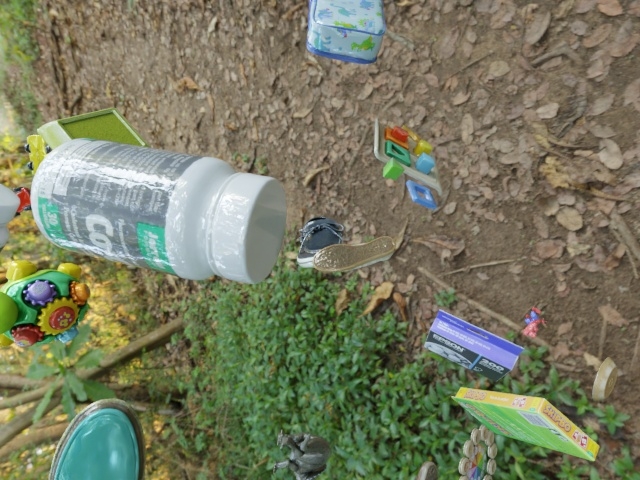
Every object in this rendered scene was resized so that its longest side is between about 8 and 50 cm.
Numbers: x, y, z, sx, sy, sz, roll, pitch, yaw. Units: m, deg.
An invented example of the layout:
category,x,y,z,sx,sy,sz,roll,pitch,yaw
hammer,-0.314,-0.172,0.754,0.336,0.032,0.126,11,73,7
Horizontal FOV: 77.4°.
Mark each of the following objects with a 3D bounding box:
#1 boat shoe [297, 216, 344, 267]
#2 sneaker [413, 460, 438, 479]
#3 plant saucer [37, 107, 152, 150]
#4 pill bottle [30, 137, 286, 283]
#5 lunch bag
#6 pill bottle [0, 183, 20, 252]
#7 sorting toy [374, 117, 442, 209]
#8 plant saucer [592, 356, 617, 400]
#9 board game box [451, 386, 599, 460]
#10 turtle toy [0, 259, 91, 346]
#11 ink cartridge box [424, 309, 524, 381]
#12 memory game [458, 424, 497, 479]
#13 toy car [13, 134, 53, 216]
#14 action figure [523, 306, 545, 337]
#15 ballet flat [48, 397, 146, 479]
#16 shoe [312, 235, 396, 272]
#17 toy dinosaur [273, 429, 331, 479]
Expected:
category,x,y,z,sx,sy,sz,roll,pitch,yaw
boat shoe,0.000,0.000,1.552,0.500,0.187,0.155,-96,2,-79
sneaker,0.243,0.634,1.005,0.071,0.066,0.188,14,101,50
plant saucer,-0.487,-0.223,0.896,0.188,0.188,0.045,47,139,8
pill bottle,-0.254,-0.048,0.668,0.362,0.204,0.204,11,120,13
lunch bag,0.056,-0.505,0.931,0.090,0.176,0.218,106,170,-52
pill bottle,-0.707,0.018,0.749,0.161,0.161,0.283,39,98,42
sorting toy,0.213,-0.211,0.943,0.047,0.196,0.347,-51,18,36
plant saucer,0.515,0.252,0.719,0.015,0.084,0.083,18,119,50
board game box,0.369,0.340,0.765,0.124,0.039,0.259,41,156,-1
turtle toy,-0.301,0.072,0.417,0.066,0.130,0.095,17,91,27
ink cartridge box,0.377,0.273,1.015,0.207,0.045,0.208,24,154,21
memory game,0.376,0.533,0.945,0.012,0.186,0.185,-1,104,48
toy car,-0.664,-0.115,1.007,0.225,0.053,0.239,34,103,-7
action figure,0.421,0.166,0.790,0.030,0.115,0.038,41,118,19
ballet flat,-0.314,0.387,0.575,0.123,0.123,0.347,2,92,57
shoe,0.088,0.045,1.030,0.058,0.219,0.076,87,169,-60
toy dinosaur,-0.035,0.568,1.075,0.121,0.161,0.313,-87,11,-56
